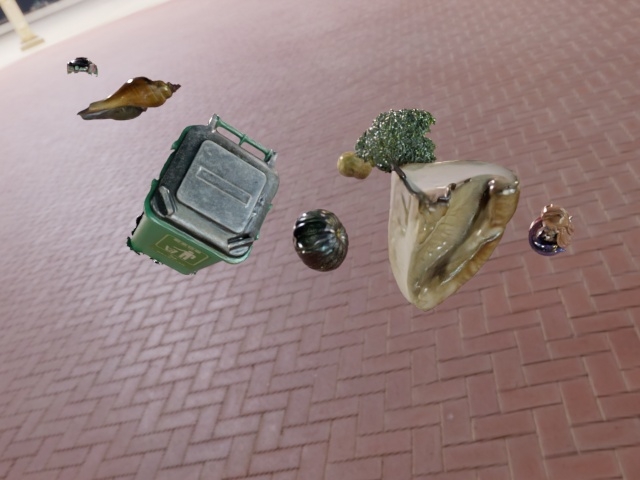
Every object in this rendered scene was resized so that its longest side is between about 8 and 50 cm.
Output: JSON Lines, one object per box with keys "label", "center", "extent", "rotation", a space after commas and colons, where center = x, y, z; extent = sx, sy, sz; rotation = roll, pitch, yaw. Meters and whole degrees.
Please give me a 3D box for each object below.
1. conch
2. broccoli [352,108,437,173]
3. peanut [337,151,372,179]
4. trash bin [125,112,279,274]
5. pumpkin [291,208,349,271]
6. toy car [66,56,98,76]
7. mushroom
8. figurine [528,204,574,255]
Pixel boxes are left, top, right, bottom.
{"label": "conch", "center": [-0.440, -0.331, 1.478], "extent": [0.233, 0.086, 0.080], "rotation": [-16, 57, 12]}
{"label": "broccoli", "center": [0.293, -0.236, 1.923], "extent": [0.252, 0.362, 0.221], "rotation": [-20, 53, 46]}
{"label": "peanut", "center": [0.127, -0.274, 2.344], "extent": [0.098, 0.103, 0.229], "rotation": [-27, -11, 21]}
{"label": "trash bin", "center": [-0.292, -0.084, 1.510], "extent": [0.381, 0.259, 0.295], "rotation": [-27, 37, 56]}
{"label": "pumpkin", "center": [0.000, 0.000, 2.121], "extent": [0.162, 0.220, 0.220], "rotation": [-21, 25, 28]}
{"label": "toy car", "center": [-0.694, -0.508, 1.858], "extent": [0.069, 0.055, 0.142], "rotation": [3, 14, -9]}
{"label": "mushroom", "center": [0.347, -0.011, 1.727], "extent": [0.314, 0.396, 0.224], "rotation": [-10, 33, -18]}
{"label": "figurine", "center": [0.631, -0.039, 1.711], "extent": [0.114, 0.157, 0.126], "rotation": [-1, 52, -5]}
